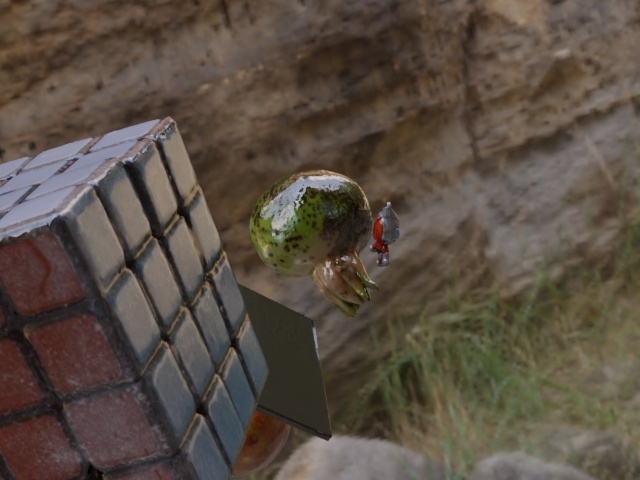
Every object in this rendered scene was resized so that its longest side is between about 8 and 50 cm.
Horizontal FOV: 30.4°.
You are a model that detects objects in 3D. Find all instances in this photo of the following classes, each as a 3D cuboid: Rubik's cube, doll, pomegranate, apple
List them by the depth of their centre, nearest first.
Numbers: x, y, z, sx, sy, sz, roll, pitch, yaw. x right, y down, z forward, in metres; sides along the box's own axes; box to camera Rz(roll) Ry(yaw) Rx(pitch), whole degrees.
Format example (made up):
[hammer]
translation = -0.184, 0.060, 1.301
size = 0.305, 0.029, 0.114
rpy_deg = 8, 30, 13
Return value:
[Rubik's cube]
translation = -0.283, 0.106, 1.215
size = 0.344, 0.344, 0.337
rpy_deg = -15, 20, 14
[doll]
translation = 0.091, -0.011, 1.633
size = 0.039, 0.057, 0.114
rpy_deg = 15, -42, 3
[apple]
translation = -0.146, 0.320, 2.079
size = 0.196, 0.196, 0.196
rpy_deg = -16, 1, 0
[pomegranate]
translation = 0.000, 0.005, 2.133
size = 0.222, 0.276, 0.204
rpy_deg = -28, 6, -8

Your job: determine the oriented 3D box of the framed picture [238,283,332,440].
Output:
[framed picture]
translation = -0.128, 0.148, 1.785
size = 0.339, 0.255, 0.014
rpy_deg = 28, -58, -30
